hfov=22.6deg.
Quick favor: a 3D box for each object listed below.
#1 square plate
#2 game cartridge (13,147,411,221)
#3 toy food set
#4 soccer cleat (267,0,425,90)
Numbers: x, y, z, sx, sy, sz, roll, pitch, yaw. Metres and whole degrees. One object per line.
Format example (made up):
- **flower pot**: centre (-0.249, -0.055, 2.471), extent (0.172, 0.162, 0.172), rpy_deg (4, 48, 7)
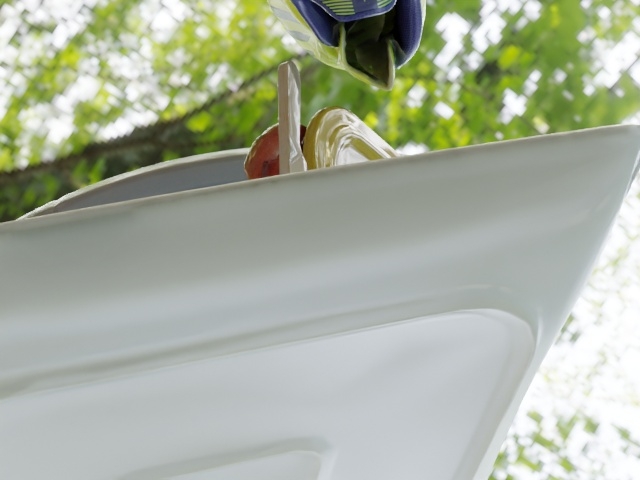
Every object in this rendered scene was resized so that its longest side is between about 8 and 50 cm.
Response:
- **square plate**: centre (-0.053, 0.100, 0.677), extent (0.344, 0.347, 0.049), rpy_deg (105, -31, -50)
- **game cartridge**: centre (-0.067, 0.043, 1.043), extent (0.297, 0.198, 0.062), rpy_deg (-12, -168, -3)
- **toy food set**: centre (0.000, 0.000, 0.852), extent (0.071, 0.218, 0.128), rpy_deg (-16, -117, 22)
- **soccer cleat**: centre (0.018, -0.134, 0.949), extent (0.093, 0.289, 0.121), rpy_deg (-15, -101, 2)
